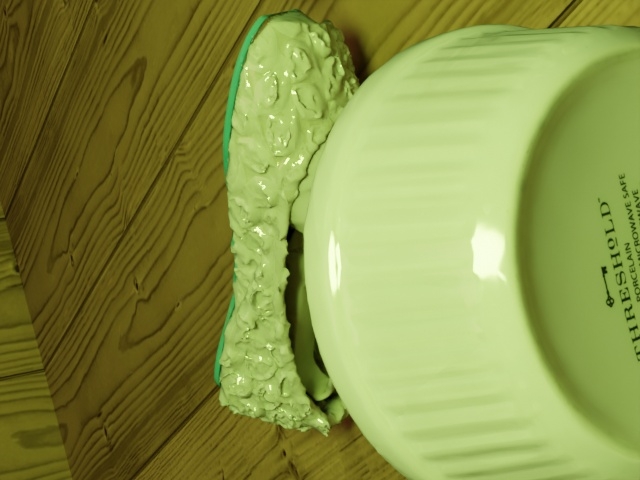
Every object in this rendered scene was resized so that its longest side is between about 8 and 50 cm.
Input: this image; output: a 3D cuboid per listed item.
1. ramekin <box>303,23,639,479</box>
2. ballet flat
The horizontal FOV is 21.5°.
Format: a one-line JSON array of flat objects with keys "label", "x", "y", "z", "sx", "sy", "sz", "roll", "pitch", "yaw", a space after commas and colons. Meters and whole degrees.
[{"label": "ramekin", "x": 0.137, "y": 0.011, "z": 0.881, "sx": 0.127, "sy": 0.273, "sz": 0.273, "roll": -8, "pitch": 92, "yaw": 54}, {"label": "ballet flat", "x": 0.000, "y": 0.000, "z": 1.385, "sx": 0.147, "sy": 0.147, "sz": 0.409, "roll": -124, "pitch": 29, "yaw": -43}]
